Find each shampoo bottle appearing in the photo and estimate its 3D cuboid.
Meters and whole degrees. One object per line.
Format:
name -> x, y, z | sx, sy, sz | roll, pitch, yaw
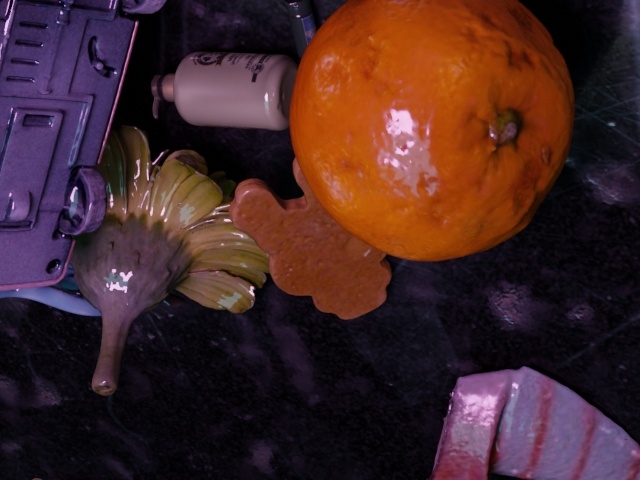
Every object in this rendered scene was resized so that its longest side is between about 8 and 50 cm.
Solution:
shampoo bottle -> -0.104, -0.158, 1.398 | 0.162, 0.079, 0.079 | 6, 129, 24

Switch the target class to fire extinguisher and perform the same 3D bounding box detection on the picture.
fire extinguisher -> -0.017, -0.210, 1.349 | 0.038, 0.025, 0.083 | 39, 151, 51

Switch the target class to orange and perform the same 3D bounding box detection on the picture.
orange -> 0.101, -0.111, 1.210 | 0.261, 0.261, 0.261 | 14, 132, 16

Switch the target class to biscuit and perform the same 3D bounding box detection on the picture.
biscuit -> 0.004, -0.001, 1.462 | 0.144, 0.040, 0.236 | -23, 133, 12

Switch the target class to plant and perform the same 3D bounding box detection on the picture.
plant -> -0.202, 0.034, 1.516 | 0.305, 0.297, 0.261 | -8, 168, 12

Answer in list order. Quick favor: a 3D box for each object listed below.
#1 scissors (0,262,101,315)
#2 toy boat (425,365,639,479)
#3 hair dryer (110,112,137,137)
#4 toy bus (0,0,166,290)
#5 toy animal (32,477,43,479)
scissors -> -0.362, 0.046, 1.512 | 0.180, 0.393, 0.032 | 33, 109, 20
toy boat -> 0.277, 0.247, 1.551 | 0.282, 0.096, 0.206 | 15, 118, 3
hair dryer -> -0.263, -0.203, 1.470 | 0.173, 0.050, 0.195 | 30, 131, -3
toy bus -> -0.316, -0.174, 1.305 | 0.233, 0.203, 0.427 | 34, 114, 38
toy animal -> -0.382, 0.412, 2.014 | 0.137, 0.098, 0.098 | 17, 135, 36
